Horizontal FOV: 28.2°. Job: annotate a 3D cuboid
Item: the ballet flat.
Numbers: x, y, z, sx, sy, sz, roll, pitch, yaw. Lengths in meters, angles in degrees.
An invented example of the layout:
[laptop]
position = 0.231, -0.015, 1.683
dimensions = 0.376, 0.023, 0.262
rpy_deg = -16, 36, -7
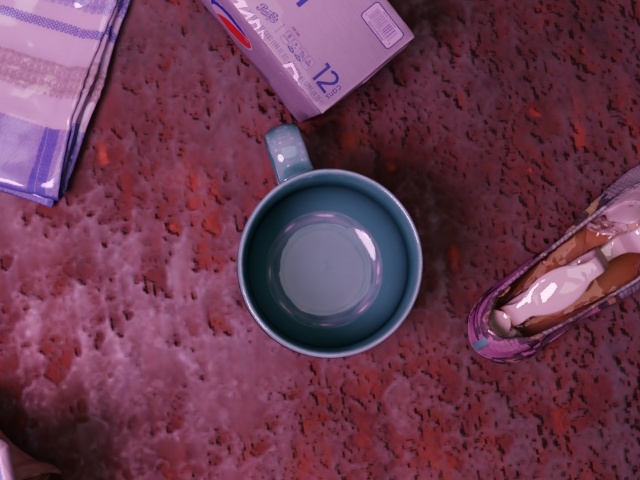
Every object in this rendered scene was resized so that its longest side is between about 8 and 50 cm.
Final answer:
[ballet flat]
position = 0.204, 0.014, 0.934
dimensions = 0.221, 0.079, 0.077
rpy_deg = -36, 87, -5

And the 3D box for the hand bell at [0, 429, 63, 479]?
[hand bell]
position = -0.291, 0.089, 0.907
dimensions = 0.126, 0.126, 0.242
rpy_deg = -28, 76, -4

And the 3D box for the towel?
[towel]
position = -0.249, -0.186, 0.952
dimensions = 0.209, 0.034, 0.285
rpy_deg = 17, 85, 0

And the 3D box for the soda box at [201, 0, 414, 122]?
[soda box]
position = -0.063, -0.223, 0.910
dimensions = 0.091, 0.098, 0.286
rpy_deg = -40, 97, -7

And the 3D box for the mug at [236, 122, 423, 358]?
[mug]
position = 0.008, 0.006, 0.916
dimensions = 0.129, 0.097, 0.157
rpy_deg = 13, 85, -1

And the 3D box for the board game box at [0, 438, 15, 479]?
[board game box]
position = -0.340, 0.349, 0.821
dimensions = 0.390, 0.050, 0.390
rpy_deg = -14, 85, 19
